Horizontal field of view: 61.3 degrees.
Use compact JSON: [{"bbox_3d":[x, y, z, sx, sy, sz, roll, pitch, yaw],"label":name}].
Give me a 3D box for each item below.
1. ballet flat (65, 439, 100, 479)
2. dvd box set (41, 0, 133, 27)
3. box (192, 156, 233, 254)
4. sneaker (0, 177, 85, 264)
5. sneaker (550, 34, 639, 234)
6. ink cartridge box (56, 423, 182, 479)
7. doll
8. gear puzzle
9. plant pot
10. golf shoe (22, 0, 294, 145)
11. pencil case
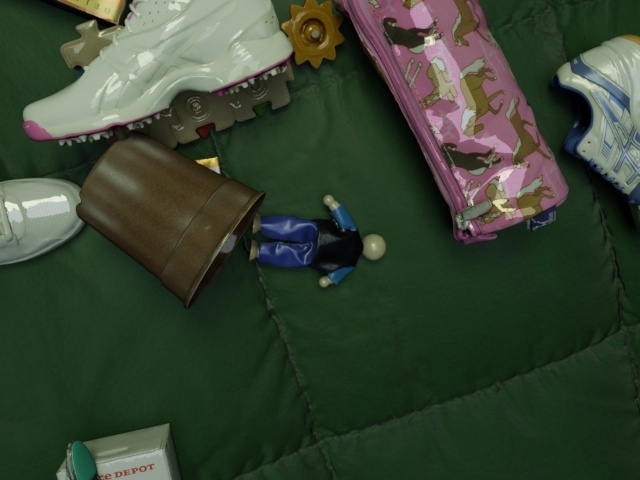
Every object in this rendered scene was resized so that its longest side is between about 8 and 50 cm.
[{"bbox_3d":[-0.294,0.304,0.672,0.041,0.041,0.114,-26,99,-4],"label":"ballet flat"},{"bbox_3d":[-0.311,-0.500,0.615,0.308,0.062,0.420,19,95,-11],"label":"dvd box set"},{"bbox_3d":[-0.166,-0.039,0.725,0.081,0.028,0.136,-9,102,-7],"label":"box"},{"bbox_3d":[-0.431,-0.006,0.621,0.293,0.169,0.108,-14,99,-7],"label":"sneaker"},{"bbox_3d":[0.416,-0.128,0.769,0.131,0.112,0.296,-19,100,13],"label":"sneaker"},{"bbox_3d":[-0.261,0.369,0.745,0.140,0.082,0.190,-10,98,-6],"label":"ink cartridge box"},{"bbox_3d":[0.000,0.000,0.744,0.189,0.046,0.129,7,99,-9],"label":"doll"},{"bbox_3d":[-0.131,-0.231,0.681,0.339,0.044,0.175,-22,121,-5],"label":"gear puzzle"},{"bbox_3d":[-0.178,-0.032,0.635,0.165,0.167,0.167,33,93,-4],"label":"plant pot"},{"bbox_3d":[-0.187,-0.205,0.597,0.306,0.115,0.140,-25,113,-13],"label":"golf shoe"},{"bbox_3d":[0.165,-0.185,0.683,0.160,0.167,0.386,-26,101,18],"label":"pencil case"}]
